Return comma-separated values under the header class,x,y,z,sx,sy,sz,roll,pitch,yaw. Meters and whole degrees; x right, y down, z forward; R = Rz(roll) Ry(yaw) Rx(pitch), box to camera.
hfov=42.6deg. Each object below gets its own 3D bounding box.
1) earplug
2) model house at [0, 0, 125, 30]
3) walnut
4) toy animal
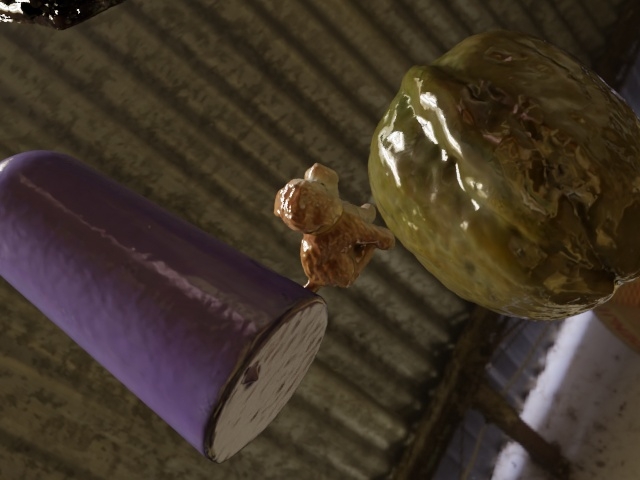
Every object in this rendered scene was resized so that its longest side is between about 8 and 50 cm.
class,x,y,z,sx,sy,sz,roll,pitch,yaw
earplug,-0.228,0.046,0.973,0.215,0.456,0.215,-48,-22,-27
model house,-0.374,-0.379,0.862,0.282,0.297,0.317,41,-153,-46
walnut,0.175,-0.052,0.733,0.227,0.283,0.283,-41,-66,7
toy animal,-0.014,0.000,1.115,0.184,0.104,0.185,-45,-32,6
